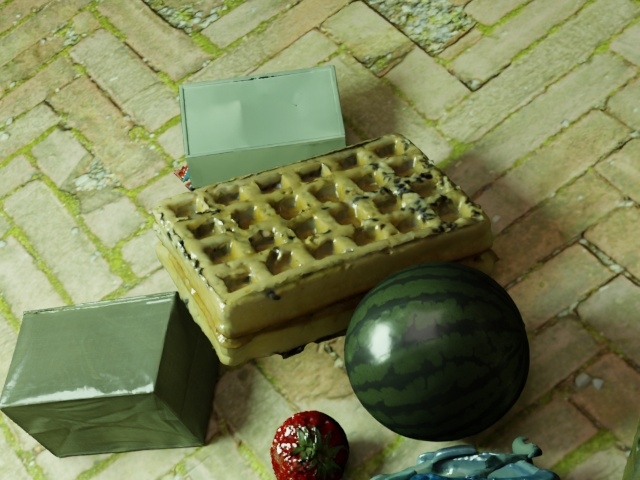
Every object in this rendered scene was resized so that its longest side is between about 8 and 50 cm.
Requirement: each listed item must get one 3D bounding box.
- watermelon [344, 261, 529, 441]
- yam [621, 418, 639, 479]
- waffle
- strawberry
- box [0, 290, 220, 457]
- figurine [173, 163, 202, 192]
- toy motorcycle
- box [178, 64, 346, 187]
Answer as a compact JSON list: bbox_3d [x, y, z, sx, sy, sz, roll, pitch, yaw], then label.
[{"bbox_3d":[0.130,0.128,1.578,0.212,0.212,0.212,-15,47,17],"label":"watermelon"},{"bbox_3d":[0.393,0.175,1.492,0.083,0.083,0.371,7,55,33],"label":"yam"},{"bbox_3d":[0.000,0.000,1.735,0.376,0.114,0.261,-18,38,-20],"label":"waffle"},{"bbox_3d":[-0.018,0.252,1.634,0.106,0.106,0.106,-15,47,17],"label":"strawberry"},{"bbox_3d":[-0.266,0.177,1.789,0.231,0.155,0.149,-7,53,21],"label":"box"},{"bbox_3d":[-0.142,-0.120,2.033,0.140,0.068,0.075,-43,43,-8],"label":"figurine"},{"bbox_3d":[0.140,0.299,1.483,0.260,0.154,0.206,-7,27,30],"label":"toy motorcycle"},{"bbox_3d":[-0.081,-0.160,1.965,0.225,0.086,0.129,-7,59,-1],"label":"box"}]
